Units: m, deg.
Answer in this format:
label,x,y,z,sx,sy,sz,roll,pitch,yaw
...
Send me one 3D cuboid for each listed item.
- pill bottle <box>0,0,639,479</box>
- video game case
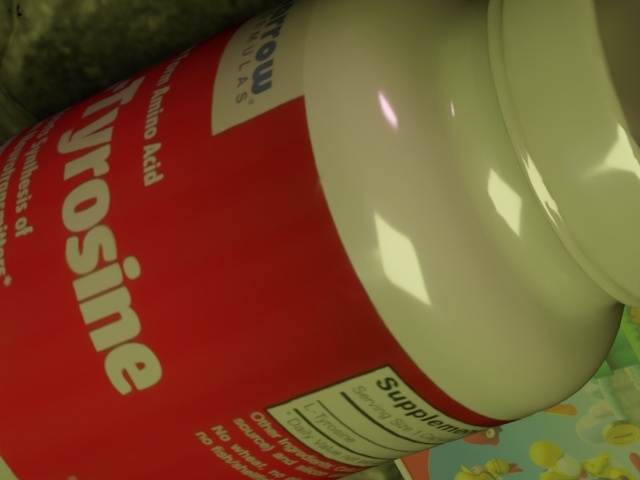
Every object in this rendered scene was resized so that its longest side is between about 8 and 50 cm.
label,x,y,z,sx,sy,sz,roll,pitch,yaw
pill bottle,0.000,0.000,0.951,0.407,0.229,0.229,-23,113,30
video game case,0.175,0.106,1.088,0.285,0.025,0.204,-17,116,29
